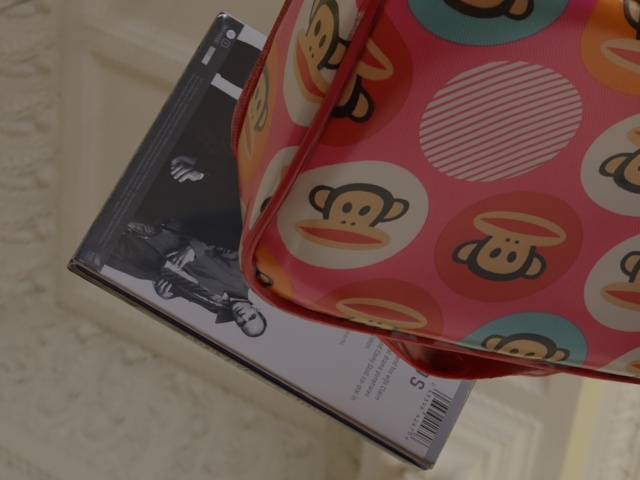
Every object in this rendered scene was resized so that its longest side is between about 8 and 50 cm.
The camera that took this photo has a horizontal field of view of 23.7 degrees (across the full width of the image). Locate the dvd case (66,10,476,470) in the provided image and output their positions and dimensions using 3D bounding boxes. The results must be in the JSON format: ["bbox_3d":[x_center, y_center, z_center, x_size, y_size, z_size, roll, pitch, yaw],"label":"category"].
[{"bbox_3d":[0.000,0.000,0.896,0.238,0.179,0.029,31,-18,-7],"label":"dvd case"}]

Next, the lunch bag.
[{"bbox_3d":[0.114,-0.031,0.664,0.293,0.120,0.258,13,-48,-19],"label":"lunch bag"}]
